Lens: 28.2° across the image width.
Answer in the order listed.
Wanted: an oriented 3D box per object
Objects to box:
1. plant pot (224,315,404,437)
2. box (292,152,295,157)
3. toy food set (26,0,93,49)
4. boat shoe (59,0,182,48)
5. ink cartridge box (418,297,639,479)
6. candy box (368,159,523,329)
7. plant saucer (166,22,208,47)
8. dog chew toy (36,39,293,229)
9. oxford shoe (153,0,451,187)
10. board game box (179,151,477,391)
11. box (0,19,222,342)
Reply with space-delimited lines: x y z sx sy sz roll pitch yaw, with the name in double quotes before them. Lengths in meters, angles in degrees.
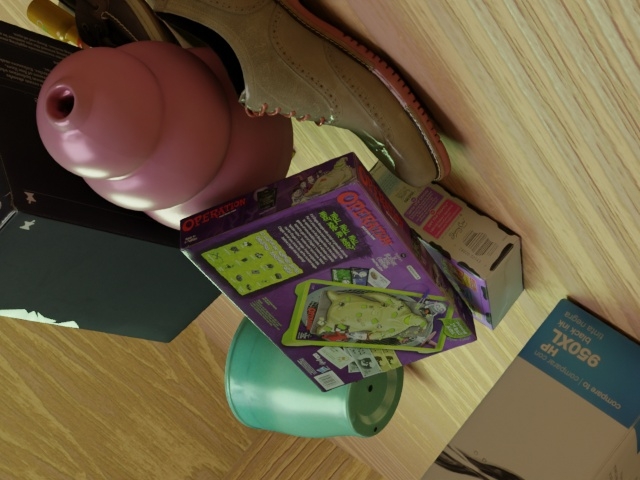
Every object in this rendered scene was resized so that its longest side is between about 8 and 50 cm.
"plant pot" 0.004 0.252 2.389 0.255 0.271 0.271 12 152 37
"box" -0.088 -0.111 1.844 0.059 0.054 0.169 43 167 -5
"toy food set" -0.321 -0.275 1.835 0.104 0.111 0.232 36 164 22
"boat shoe" -0.260 -0.276 1.585 0.285 0.092 0.103 49 178 37
"ink cartridge box" 0.241 0.306 1.515 0.166 0.395 0.285 34 166 25
"candy box" 0.142 0.002 1.519 0.196 0.070 0.165 35 166 22
"plant saucer" -0.092 -0.234 1.459 0.188 0.045 0.188 42 167 -5
"dog chew toy" -0.168 -0.117 1.340 0.207 0.206 0.332 35 -169 24
"oxford shoe" -0.019 -0.158 1.303 0.348 0.130 0.123 42 167 -6
"board game box" 0.019 0.048 1.420 0.347 0.208 0.056 51 -151 -48
"box" -0.302 -0.069 1.532 0.343 0.179 0.312 15 -139 -44
